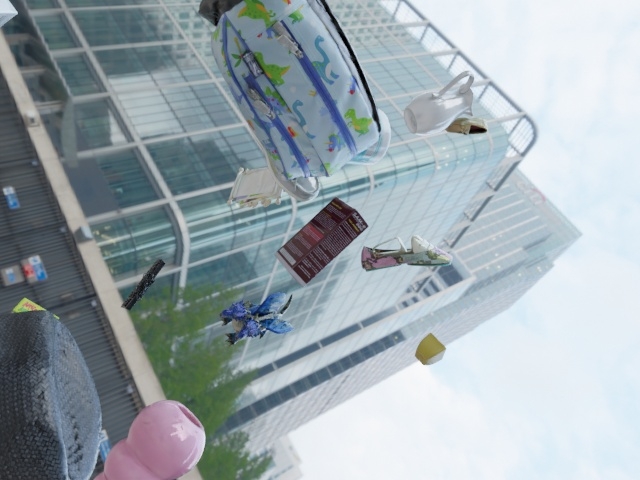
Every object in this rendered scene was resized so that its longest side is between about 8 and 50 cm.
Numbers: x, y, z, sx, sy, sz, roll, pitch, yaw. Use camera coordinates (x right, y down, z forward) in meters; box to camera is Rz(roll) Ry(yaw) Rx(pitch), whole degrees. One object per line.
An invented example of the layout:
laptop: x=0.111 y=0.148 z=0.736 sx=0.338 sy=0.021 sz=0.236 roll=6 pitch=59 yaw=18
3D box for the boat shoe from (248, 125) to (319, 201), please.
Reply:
boat shoe: x=-0.097 y=-0.259 z=1.498 sx=0.321 sy=0.118 sz=0.103 roll=62 pitch=-28 yaw=-7

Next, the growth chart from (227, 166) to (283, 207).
growth chart: x=-0.204 y=-0.174 z=1.679 sx=0.237 sy=0.172 sz=0.021 roll=1 pitch=-30 yaw=34

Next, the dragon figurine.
dragon figurine: x=-0.111 y=0.161 z=1.094 sx=0.144 sy=0.289 sz=0.085 roll=-21 pitch=-100 yaw=38

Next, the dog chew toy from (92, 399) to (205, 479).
dog chew toy: x=-0.467 y=0.587 z=1.367 sx=0.206 sy=0.332 sz=0.207 roll=43 pitch=-13 yaw=12

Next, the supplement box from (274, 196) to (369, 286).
supplement box: x=0.000 y=0.000 z=1.395 sx=0.073 sy=0.239 sz=0.130 roll=48 pitch=-3 yaw=-30

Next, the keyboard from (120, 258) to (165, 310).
keyboard: x=-0.561 y=0.129 z=1.629 sx=0.100 sy=0.192 sz=0.038 roll=0 pitch=-38 yaw=49

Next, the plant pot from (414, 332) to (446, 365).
plant pot: x=0.381 y=0.394 z=1.833 sx=0.081 sy=0.083 sz=0.081 roll=45 pitch=-30 yaw=32

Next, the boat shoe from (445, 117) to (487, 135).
boat shoe: x=0.459 y=-0.355 z=1.629 sx=0.050 sy=0.135 sz=0.045 roll=81 pitch=4 yaw=-55

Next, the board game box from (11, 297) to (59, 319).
board game box: x=-0.715 y=0.222 z=1.271 sx=0.092 sy=0.043 sz=0.181 roll=35 pitch=-51 yaw=-13

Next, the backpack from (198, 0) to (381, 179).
backpack: x=-0.046 y=-0.276 z=0.859 sx=0.355 sy=0.273 sz=0.290 roll=40 pitch=6 yaw=-24

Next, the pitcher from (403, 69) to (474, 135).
pitcher: x=0.361 y=-0.412 z=1.553 sx=0.178 sy=0.207 sz=0.126 roll=82 pitch=-18 yaw=-55

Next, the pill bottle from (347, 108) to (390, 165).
pill bottle: x=0.028 y=-0.257 z=1.220 sx=0.146 sy=0.263 sz=0.146 roll=0 pitch=-90 yaw=52

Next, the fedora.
fedora: x=-0.357 y=0.202 z=0.606 sx=0.334 sy=0.152 sz=0.334 roll=161 pitch=-90 yaw=-82

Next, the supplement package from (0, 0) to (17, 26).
supplement package: x=-0.873 y=-0.536 z=1.137 sx=0.199 sy=0.198 sz=0.263 roll=57 pitch=14 yaw=-18

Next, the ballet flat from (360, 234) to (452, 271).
ballet flat: x=0.203 y=0.029 z=1.251 sx=0.221 sy=0.077 sz=0.079 roll=-5 pitch=-82 yaw=19
